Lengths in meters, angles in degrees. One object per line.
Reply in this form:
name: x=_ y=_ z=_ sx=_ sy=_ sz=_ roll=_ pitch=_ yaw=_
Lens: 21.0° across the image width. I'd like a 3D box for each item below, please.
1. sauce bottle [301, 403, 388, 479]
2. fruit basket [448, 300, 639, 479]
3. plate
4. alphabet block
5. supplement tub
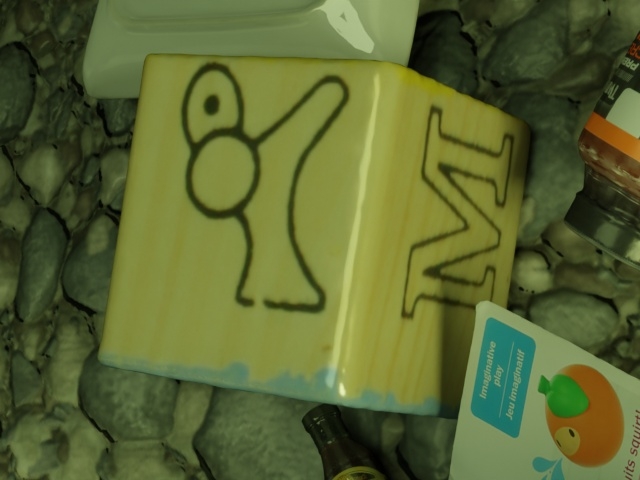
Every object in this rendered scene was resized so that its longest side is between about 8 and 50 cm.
sauce bottle: x=0.026 y=0.165 z=1.124 sx=0.042 sy=0.042 sz=0.128 roll=-41 pitch=64 yaw=20
fruit basket: x=0.177 y=0.243 z=0.915 sx=0.353 sy=0.165 sz=0.327 roll=26 pitch=118 yaw=39
plate: x=-0.045 y=-0.237 z=1.210 sx=0.278 sy=0.045 sz=0.277 roll=2 pitch=74 yaw=34
alphabet block: x=0.000 y=0.000 z=1.079 sx=0.192 sy=0.193 sz=0.197 roll=7 pitch=85 yaw=31
supplement tub: x=0.220 y=-0.078 z=1.005 sx=0.106 sy=0.106 sz=0.198 roll=35 pitch=100 yaw=31
